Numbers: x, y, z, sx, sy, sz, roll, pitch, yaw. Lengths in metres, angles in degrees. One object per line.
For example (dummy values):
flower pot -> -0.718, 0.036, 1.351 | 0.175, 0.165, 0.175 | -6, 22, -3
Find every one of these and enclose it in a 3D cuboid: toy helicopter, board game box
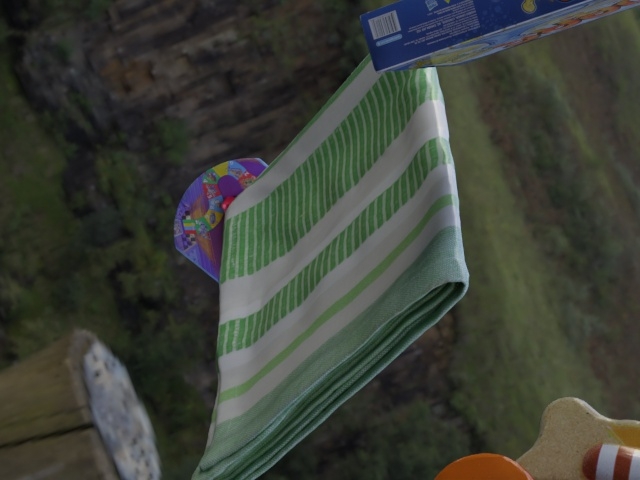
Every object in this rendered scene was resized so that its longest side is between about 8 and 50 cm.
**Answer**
toy helicopter -> 0.260, 0.169, 0.799 | 0.235, 0.355, 0.140 | 38, -11, 39
board game box -> -0.065, 0.002, 1.150 | 0.169, 0.133, 0.033 | 39, 21, -8
board game box -> 0.139, -0.140, 0.641 | 0.136, 0.201, 0.035 | -21, 95, -61

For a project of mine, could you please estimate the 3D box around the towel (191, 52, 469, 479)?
towel -> 0.000, 0.000, 0.819 | 0.038, 0.248, 0.325 | 34, 30, -21
